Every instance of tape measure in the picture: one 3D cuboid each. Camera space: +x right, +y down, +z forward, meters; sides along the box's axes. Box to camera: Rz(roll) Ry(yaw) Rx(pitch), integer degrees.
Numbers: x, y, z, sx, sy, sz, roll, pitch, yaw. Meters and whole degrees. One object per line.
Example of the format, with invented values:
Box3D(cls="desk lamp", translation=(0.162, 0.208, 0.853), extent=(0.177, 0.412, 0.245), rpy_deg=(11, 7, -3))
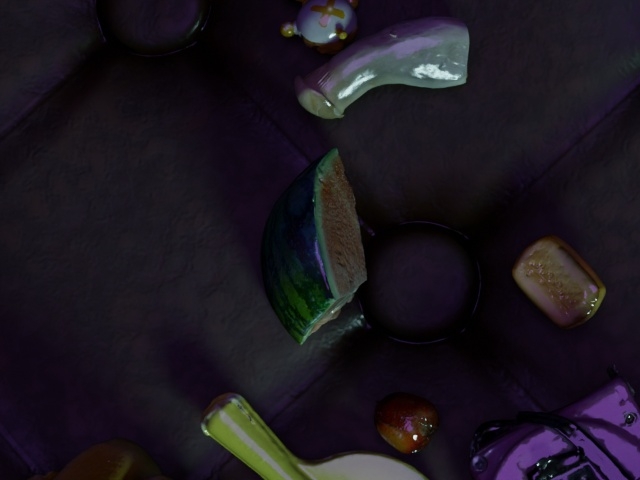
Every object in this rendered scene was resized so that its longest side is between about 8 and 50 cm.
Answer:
Box3D(cls="tape measure", translation=(0.288, 0.291, 1.822), extent=(0.232, 0.149, 0.245), rpy_deg=(-28, 78, -1))

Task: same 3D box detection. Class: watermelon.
Box3D(cls="watermelon", translation=(-0.018, 0.001, 1.907), extent=(0.128, 0.146, 0.231), rpy_deg=(-10, 81, 4))

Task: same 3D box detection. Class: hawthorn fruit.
Box3D(cls="hawthorn fruit", translation=(0.101, 0.213, 1.896), extent=(0.077, 0.077, 0.077), rpy_deg=(-1, 80, 5))

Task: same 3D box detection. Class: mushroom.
Box3D(cls="mushroom", translation=(0.076, -0.213, 1.971), extent=(0.223, 0.092, 0.081), rpy_deg=(-17, 35, -1))

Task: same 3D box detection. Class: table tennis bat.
Box3D(cls="table tennis bat", translation=(0.003, 0.319, 1.898), extent=(0.369, 0.054, 0.224), rpy_deg=(41, 92, 8))

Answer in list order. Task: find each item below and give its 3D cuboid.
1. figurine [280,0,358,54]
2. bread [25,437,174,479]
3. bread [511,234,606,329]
Box3D(cls="figurine", translation=(-0.002, -0.297, 2.005), extent=(0.101, 0.068, 0.143), rpy_deg=(-4, 62, -2))
Box3D(cls="bread", translation=(-0.239, 0.392, 1.824), extent=(0.341, 0.210, 0.300), rpy_deg=(39, 86, 15))
Box3D(cls="bread", translation=(0.288, 0.050, 1.914), extent=(0.115, 0.056, 0.082), rpy_deg=(44, 105, 23))
